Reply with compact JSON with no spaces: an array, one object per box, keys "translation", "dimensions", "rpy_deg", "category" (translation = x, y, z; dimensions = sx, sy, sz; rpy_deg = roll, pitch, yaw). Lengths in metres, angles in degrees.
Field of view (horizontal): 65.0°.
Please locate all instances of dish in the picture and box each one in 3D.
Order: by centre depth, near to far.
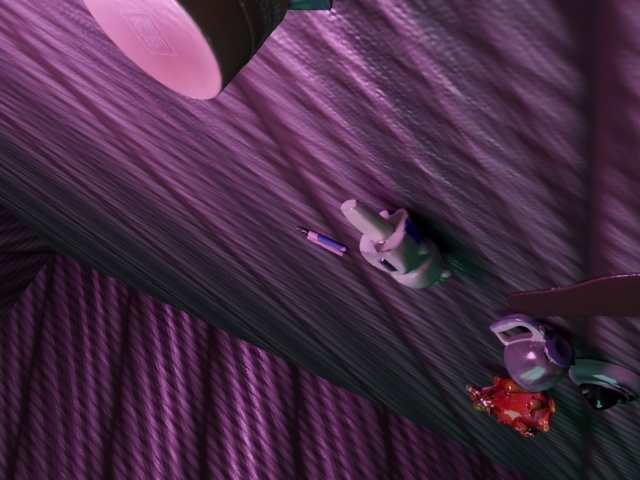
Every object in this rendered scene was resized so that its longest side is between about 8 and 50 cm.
[{"translation":[0.557,0.299,0.990],"dimensions":[0.141,0.078,0.141],"rpy_deg":[22,157,10],"category":"dish"}]

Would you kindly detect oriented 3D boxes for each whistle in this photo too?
[{"translation":[0.125,0.006,0.817],"dimensions":[0.244,0.092,0.110],"rpy_deg":[39,156,-30],"category":"whistle"}]

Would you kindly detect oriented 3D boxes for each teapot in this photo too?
[{"translation":[0.409,0.200,0.943],"dimensions":[0.111,0.149,0.108],"rpy_deg":[-9,154,-29],"category":"teapot"}]

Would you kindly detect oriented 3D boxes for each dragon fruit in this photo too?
[{"translation":[0.458,0.390,1.222],"dimensions":[0.208,0.133,0.150],"rpy_deg":[9,155,30],"category":"dragon fruit"}]

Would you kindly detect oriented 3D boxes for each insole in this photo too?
[{"translation":[0.425,0.093,0.783],"dimensions":[0.111,0.007,0.328],"rpy_deg":[35,156,-16],"category":"insole"}]

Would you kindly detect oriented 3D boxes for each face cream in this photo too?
[{"translation":[-0.115,-0.211,0.429],"dimensions":[0.149,0.104,0.149],"rpy_deg":[30,161,11],"category":"face cream"}]

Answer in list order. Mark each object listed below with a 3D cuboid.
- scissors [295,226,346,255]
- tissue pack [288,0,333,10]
[{"translation":[0.000,0.000,1.041],"dimensions":[0.113,0.012,0.039],"rpy_deg":[26,157,3],"category":"scissors"},{"translation":[-0.052,-0.278,0.430],"dimensions":[0.116,0.065,0.155],"rpy_deg":[14,155,29],"category":"tissue pack"}]
